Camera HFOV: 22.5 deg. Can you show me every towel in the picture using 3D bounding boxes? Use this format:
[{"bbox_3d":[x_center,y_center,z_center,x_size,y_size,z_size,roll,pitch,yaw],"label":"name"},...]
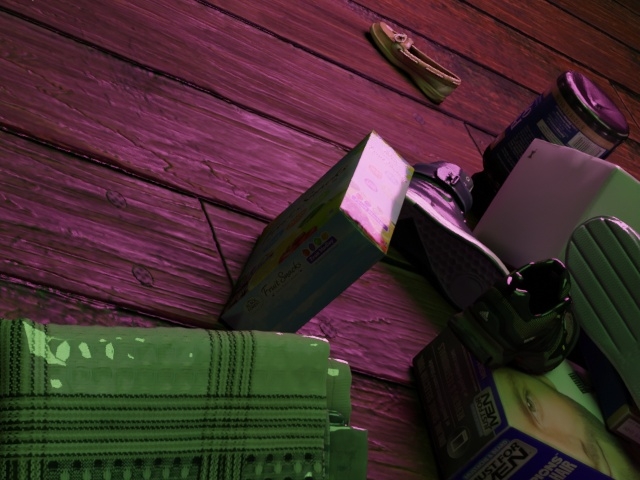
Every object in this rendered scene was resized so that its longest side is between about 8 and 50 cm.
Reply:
[{"bbox_3d":[-0.084,0.215,1.108,0.324,0.056,0.312,9,76,-43],"label":"towel"}]

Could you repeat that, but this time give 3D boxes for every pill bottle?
[{"bbox_3d":[0.296,-0.112,2.151,0.123,0.219,0.123,35,27,-21],"label":"pill bottle"}]

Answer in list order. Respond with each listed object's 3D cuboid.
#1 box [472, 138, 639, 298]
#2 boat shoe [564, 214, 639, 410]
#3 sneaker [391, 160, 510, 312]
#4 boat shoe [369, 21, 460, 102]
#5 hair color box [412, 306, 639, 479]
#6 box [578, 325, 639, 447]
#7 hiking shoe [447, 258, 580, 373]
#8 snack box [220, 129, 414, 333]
[{"bbox_3d":[0.394,0.043,2.032,0.345,0.168,0.215,34,-1,-24],"label":"box"},{"bbox_3d":[0.357,0.107,1.762,0.094,0.109,0.302,35,29,-50],"label":"boat shoe"},{"bbox_3d":[0.174,-0.005,1.969,0.226,0.086,0.163,45,28,3],"label":"sneaker"},{"bbox_3d":[0.137,-0.268,2.344,0.153,0.048,0.056,46,26,2],"label":"boat shoe"},{"bbox_3d":[0.269,0.225,1.745,0.339,0.110,0.185,27,30,-29],"label":"hair color box"},{"bbox_3d":[0.358,0.160,1.820,0.136,0.036,0.225,31,24,-24],"label":"box"},{"bbox_3d":[0.229,0.074,1.659,0.086,0.114,0.227,52,25,20],"label":"hiking shoe"},{"bbox_3d":[0.000,0.000,1.605,0.070,0.174,0.207,44,25,-9],"label":"snack box"}]
